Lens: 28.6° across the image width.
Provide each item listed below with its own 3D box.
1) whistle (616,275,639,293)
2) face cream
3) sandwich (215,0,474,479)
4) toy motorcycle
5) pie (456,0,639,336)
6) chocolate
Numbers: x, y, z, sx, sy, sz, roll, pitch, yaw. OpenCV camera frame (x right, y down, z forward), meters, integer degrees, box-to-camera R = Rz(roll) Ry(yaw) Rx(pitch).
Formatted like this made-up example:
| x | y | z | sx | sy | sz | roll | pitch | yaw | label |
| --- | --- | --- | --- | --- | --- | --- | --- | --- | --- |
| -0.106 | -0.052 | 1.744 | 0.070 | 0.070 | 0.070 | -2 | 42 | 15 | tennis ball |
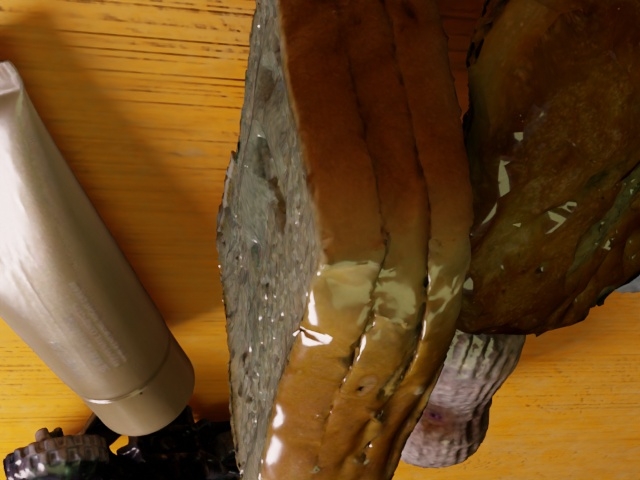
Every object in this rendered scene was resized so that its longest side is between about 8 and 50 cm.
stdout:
| x | y | z | sx | sy | sz | roll | pitch | yaw | label |
| --- | --- | --- | --- | --- | --- | --- | --- | --- | --- |
| 0.337 | -0.016 | 0.920 | 0.348 | 0.189 | 0.189 | -18 | 145 | 24 | whistle |
| -0.188 | 0.015 | 0.855 | 0.137 | 0.084 | 0.341 | -12 | 138 | 14 | face cream |
| 0.000 | 0.000 | 0.724 | 0.099 | 0.271 | 0.301 | 4 | 141 | -10 | sandwich |
| -0.162 | 0.202 | 1.087 | 0.270 | 0.106 | 0.159 | 6 | 145 | -42 | toy motorcycle |
| 0.183 | -0.090 | 0.727 | 0.354 | 0.103 | 0.288 | -45 | 150 | -11 | pie |
| 0.103 | 0.110 | 1.049 | 0.110 | 0.110 | 0.248 | -7 | 141 | -10 | chocolate |
